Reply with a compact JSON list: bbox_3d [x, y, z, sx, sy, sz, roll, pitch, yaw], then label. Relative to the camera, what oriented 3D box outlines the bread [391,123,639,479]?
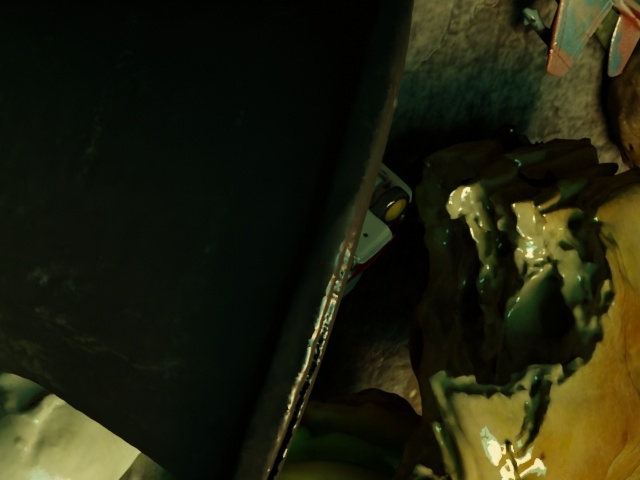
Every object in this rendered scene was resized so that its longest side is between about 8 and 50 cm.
[{"bbox_3d":[0.173,0.083,1.239,0.370,0.192,0.314,-36,120,-63],"label":"bread"}]

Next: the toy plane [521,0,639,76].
[{"bbox_3d":[0.204,-0.252,1.227,0.223,0.104,0.326,-51,133,3],"label":"toy plane"}]

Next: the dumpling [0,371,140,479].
[{"bbox_3d":[-0.228,0.146,1.178,0.229,0.124,0.151,-33,100,-23],"label":"dumpling"}]

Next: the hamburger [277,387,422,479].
[{"bbox_3d":[0.017,0.215,1.364,0.237,0.149,0.237,8,140,7],"label":"hamburger"}]

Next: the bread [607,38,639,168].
[{"bbox_3d":[0.364,-0.135,1.430,0.230,0.123,0.230,-20,129,-27],"label":"bread"}]

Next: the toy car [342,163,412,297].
[{"bbox_3d":[0.000,0.000,1.258,0.139,0.112,0.112,-32,151,-29],"label":"toy car"}]

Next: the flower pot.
[{"bbox_3d":[-0.110,-0.032,0.985,0.251,0.379,0.379,18,113,-3],"label":"flower pot"}]
